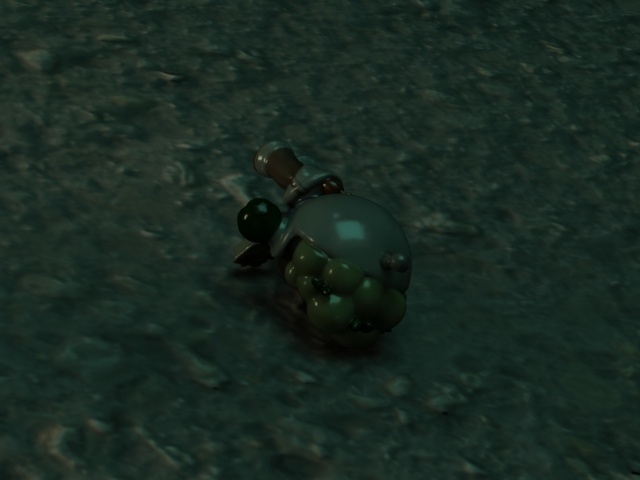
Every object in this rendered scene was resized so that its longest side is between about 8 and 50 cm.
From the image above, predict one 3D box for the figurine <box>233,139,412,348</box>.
[{"bbox_3d":[-0.001,0.001,1.256,0.147,0.093,0.197,27,8,-34],"label":"figurine"}]
